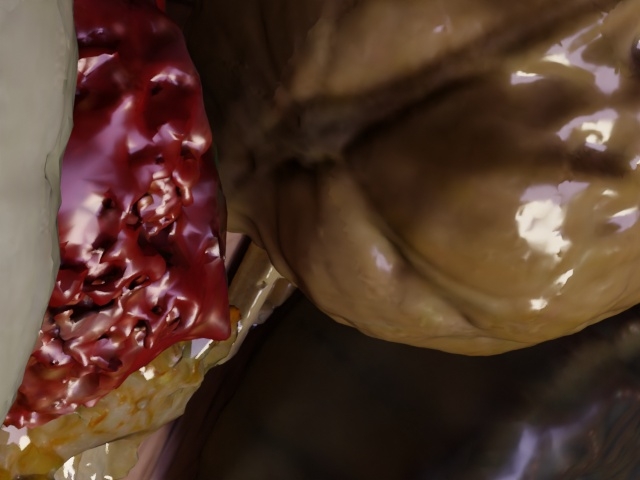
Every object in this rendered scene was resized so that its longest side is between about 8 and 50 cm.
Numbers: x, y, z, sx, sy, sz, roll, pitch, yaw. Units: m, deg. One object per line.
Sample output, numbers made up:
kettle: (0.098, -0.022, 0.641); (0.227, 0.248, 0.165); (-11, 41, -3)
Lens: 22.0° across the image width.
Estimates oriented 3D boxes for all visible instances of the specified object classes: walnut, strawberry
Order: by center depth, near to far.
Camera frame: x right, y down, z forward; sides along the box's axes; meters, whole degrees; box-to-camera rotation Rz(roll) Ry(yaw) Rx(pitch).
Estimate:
strawberry: (-0.125, -0.014, 0.552); (0.201, 0.187, 0.184); (-39, 111, -18)
walnut: (0.068, -0.071, 0.677); (0.257, 0.224, 0.257); (-27, 180, 0)

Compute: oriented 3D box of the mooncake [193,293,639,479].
mooncake: (0.075, 0.120, 0.905); (0.290, 0.161, 0.290); (-36, 148, -27)

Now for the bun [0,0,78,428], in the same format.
bun: (-0.233, -0.029, 0.357); (0.365, 0.219, 0.365); (-6, 103, -24)

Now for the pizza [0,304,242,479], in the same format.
pizza: (-0.140, 0.139, 0.765); (0.287, 0.074, 0.251); (-33, 145, -23)

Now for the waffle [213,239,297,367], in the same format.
waffle: (0.000, 0.000, 0.836); (0.097, 0.023, 0.153); (5, 116, -50)
